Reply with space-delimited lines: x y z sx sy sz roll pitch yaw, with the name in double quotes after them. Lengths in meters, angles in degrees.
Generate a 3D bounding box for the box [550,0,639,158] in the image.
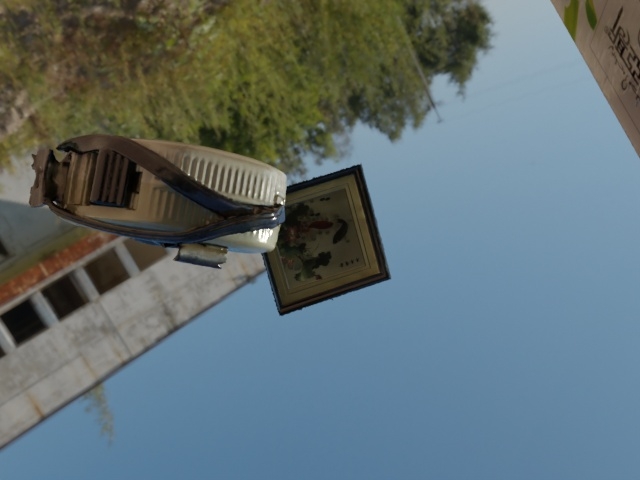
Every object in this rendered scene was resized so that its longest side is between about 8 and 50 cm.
0.255 -0.150 0.493 0.111 0.260 0.194 -11 147 -11 "box"

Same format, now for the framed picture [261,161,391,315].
0.000 0.000 1.275 0.195 0.199 0.010 -18 -168 -11 "framed picture"

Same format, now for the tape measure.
-0.181 -0.046 0.946 0.271 0.133 0.231 14 175 -30 "tape measure"
